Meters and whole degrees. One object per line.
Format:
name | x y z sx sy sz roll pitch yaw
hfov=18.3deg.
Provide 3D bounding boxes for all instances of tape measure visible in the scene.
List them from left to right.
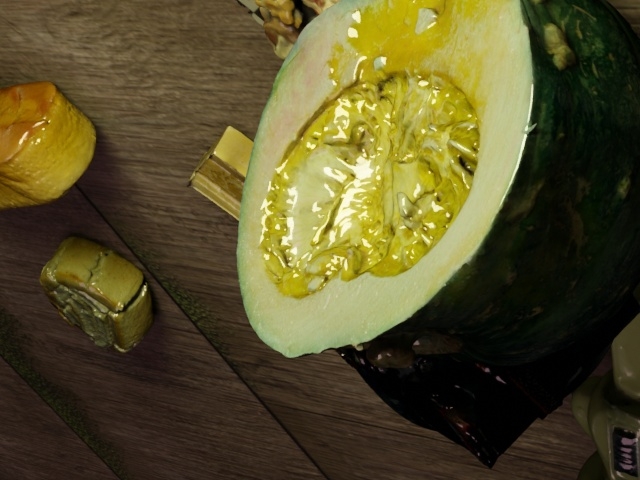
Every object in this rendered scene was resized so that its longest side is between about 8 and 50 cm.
tape measure | 0.113 0.044 1.470 0.223 0.202 0.135 33 165 51

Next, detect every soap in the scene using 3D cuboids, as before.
soap | 0.000 -0.001 1.740 0.252 0.037 0.092 36 157 -7

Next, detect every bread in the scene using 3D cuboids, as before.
bread | -0.301 -0.089 1.883 0.094 0.102 0.245 38 158 -26
bread | -0.237 0.064 2.124 0.117 0.064 0.156 25 153 23

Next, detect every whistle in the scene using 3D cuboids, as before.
whistle | 0.276 0.155 1.619 0.141 0.141 0.294 18 120 32

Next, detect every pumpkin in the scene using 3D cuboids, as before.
pumpkin | 0.104 -0.043 1.295 0.197 0.263 0.293 14 160 -37

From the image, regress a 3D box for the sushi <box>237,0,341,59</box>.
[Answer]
sushi | -0.003 -0.163 1.437 0.192 0.040 0.210 43 155 -19
